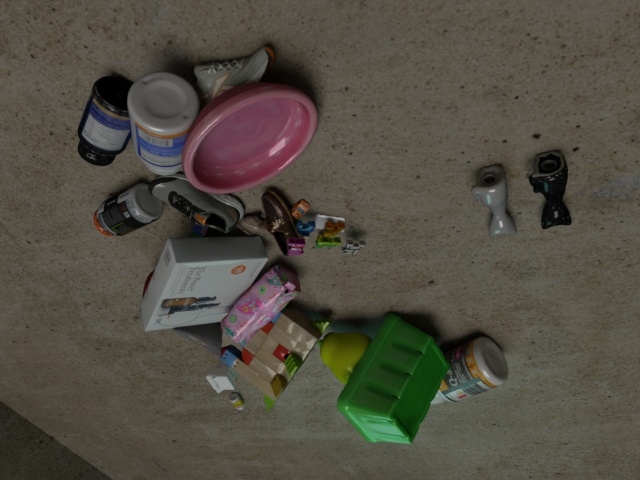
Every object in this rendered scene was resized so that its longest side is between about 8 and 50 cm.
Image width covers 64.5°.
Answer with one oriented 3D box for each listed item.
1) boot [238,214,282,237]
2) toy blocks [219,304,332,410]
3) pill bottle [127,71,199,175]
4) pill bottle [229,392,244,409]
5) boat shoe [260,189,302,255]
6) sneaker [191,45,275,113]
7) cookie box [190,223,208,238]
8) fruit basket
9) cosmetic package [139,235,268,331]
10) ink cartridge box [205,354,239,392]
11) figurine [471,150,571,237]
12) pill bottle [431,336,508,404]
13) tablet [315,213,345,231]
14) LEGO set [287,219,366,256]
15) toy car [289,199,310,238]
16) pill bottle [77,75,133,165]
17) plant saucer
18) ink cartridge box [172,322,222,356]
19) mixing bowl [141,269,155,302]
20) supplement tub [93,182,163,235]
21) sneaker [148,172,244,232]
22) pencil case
[{"bbox_3d":[-0.180,-0.034,1.491,0.087,0.042,0.118,-24,126,40],"label":"boot"},{"bbox_3d":[-0.172,0.348,1.726,0.261,0.191,0.381,36,109,8],"label":"toy blocks"},{"bbox_3d":[-0.370,-0.260,1.203,0.152,0.152,0.272,23,158,-9],"label":"pill bottle"},{"bbox_3d":[-0.362,0.702,2.205,0.043,0.043,0.083,-7,130,19],"label":"pill bottle"},{"bbox_3d":[-0.116,-0.045,1.426,0.073,0.073,0.207,17,144,48],"label":"boat shoe"},{"bbox_3d":[-0.219,-0.368,1.152,0.262,0.099,0.121,-30,115,32],"label":"sneaker"},{"bbox_3d":[-0.361,-0.015,1.509,0.040,0.091,0.107,19,134,-8],"label":"cookie box"},{"bbox_3d":[0.172,0.426,1.644,0.392,0.392,0.283,-18,125,27],"label":"fruit basket"},{"bbox_3d":[-0.364,0.134,1.553,0.285,0.097,0.377,-4,145,-36],"label":"cosmetic package"},{"bbox_3d":[-0.370,0.506,1.957,0.090,0.143,0.092,-5,131,18],"label":"ink cartridge box"},{"bbox_3d":[0.498,-0.092,1.248,0.215,0.092,0.209,-11,133,23],"label":"figurine"},{"bbox_3d":[0.466,0.443,1.694,0.162,0.162,0.278,37,129,-20],"label":"pill bottle"},{"bbox_3d":[0.027,-0.049,1.447,0.083,0.006,0.054,9,134,6],"label":"tablet"},{"bbox_3d":[0.000,0.000,1.424,0.227,0.087,0.093,2,147,-22],"label":"LEGO set"},{"bbox_3d":[-0.043,-0.055,1.434,0.060,0.040,0.122,-15,127,25],"label":"toy car"},{"bbox_3d":[-0.533,-0.291,1.273,0.123,0.122,0.219,32,131,-16],"label":"pill bottle"},{"bbox_3d":[-0.167,-0.239,1.159,0.084,0.332,0.332,58,134,20],"label":"plant saucer"},{"bbox_3d":[-0.432,0.320,1.749,0.189,0.232,0.066,33,103,-18],"label":"ink cartridge box"},{"bbox_3d":[-0.501,0.144,1.662,0.182,0.098,0.181,-19,149,-12],"label":"mixing bowl"},{"bbox_3d":[-0.562,-0.083,1.475,0.190,0.117,0.117,-19,125,27],"label":"supplement tub"},{"bbox_3d":[-0.352,-0.103,1.417,0.272,0.108,0.100,21,135,-5],"label":"sneaker"},{"bbox_3d":[-0.185,0.201,1.590,0.124,0.124,0.284,39,107,-22],"label":"pencil case"}]
